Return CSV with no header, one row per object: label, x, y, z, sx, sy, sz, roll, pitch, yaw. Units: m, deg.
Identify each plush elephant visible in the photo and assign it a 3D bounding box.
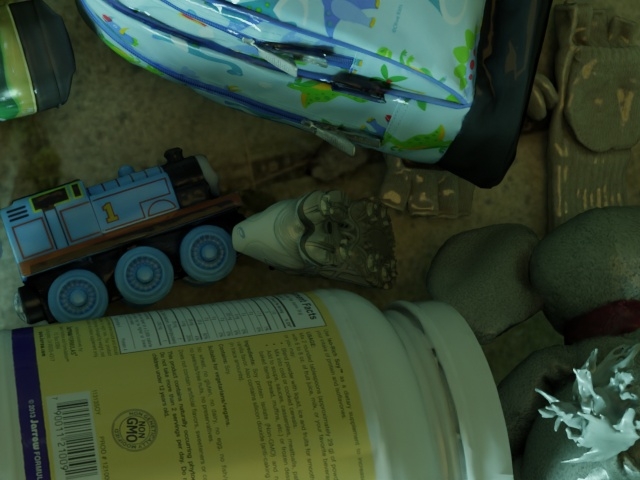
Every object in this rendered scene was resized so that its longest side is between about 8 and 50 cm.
plush elephant,0.221,0.093,0.862,0.271,0.330,0.255,-2,52,17

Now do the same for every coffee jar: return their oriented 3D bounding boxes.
coffee jar,-0.264,-0.113,0.804,0.184,0.096,0.079,-16,97,-15

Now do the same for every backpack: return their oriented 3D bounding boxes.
backpack,-0.010,-0.216,0.805,0.355,0.273,0.290,14,86,9

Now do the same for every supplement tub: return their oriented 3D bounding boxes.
supplement tub,-0.062,0.160,0.781,0.331,0.241,0.241,-6,91,-15

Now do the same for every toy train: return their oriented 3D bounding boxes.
toy train,-0.141,-0.002,0.846,0.184,0.080,0.105,-20,89,-14

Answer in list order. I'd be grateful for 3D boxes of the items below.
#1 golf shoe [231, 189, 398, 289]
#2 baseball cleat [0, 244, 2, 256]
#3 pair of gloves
golf shoe,0.000,0.000,0.864,0.086,0.176,0.069,-7,76,25
baseball cleat,-0.270,0.054,0.803,0.109,0.072,0.206,-12,93,12
pair of gloves,0.162,-0.106,0.943,0.240,0.042,0.204,8,88,-15
